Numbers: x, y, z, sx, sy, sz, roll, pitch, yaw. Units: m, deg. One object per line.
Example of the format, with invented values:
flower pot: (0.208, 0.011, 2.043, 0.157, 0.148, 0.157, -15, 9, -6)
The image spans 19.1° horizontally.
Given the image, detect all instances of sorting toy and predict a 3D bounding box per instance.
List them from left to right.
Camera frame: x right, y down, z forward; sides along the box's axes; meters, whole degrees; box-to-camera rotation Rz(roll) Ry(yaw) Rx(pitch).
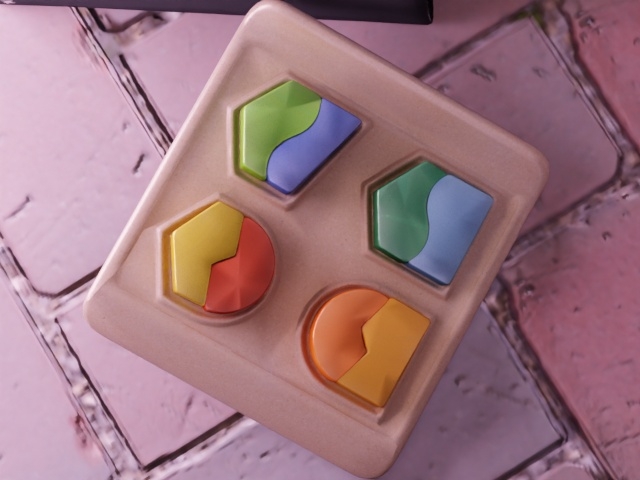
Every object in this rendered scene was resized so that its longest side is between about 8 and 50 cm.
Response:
sorting toy: (0.000, 0.000, 1.041, 0.193, 0.038, 0.208, 30, 87, -5)

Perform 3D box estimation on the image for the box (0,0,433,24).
box: (-0.062, -0.225, 1.068, 0.261, 0.103, 0.184, 3, 85, 6)
